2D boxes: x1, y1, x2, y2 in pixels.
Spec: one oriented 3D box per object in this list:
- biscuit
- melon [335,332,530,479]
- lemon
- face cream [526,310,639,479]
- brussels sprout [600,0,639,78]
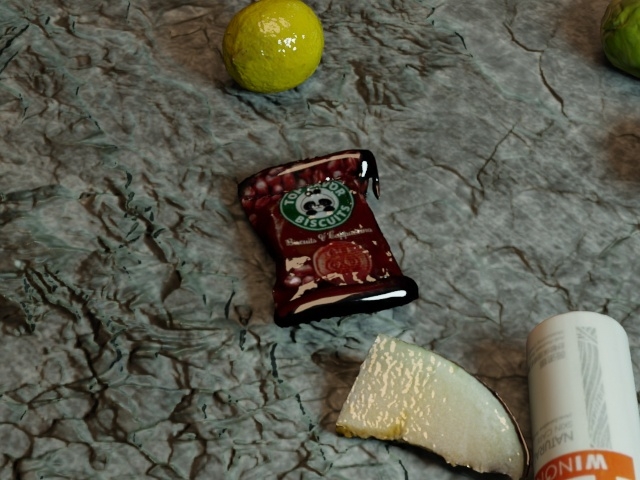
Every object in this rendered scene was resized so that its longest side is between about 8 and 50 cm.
[{"bbox_3d":[0.007,-0.001,1.366,0.151,0.063,0.235,-7,46,-10],"label":"biscuit"},{"bbox_3d":[0.113,0.157,1.229,0.182,0.054,0.098,14,57,20],"label":"melon"},{"bbox_3d":[-0.052,-0.224,1.536,0.133,0.109,0.109,-27,55,-29],"label":"lemon"},{"bbox_3d":[0.233,0.221,1.154,0.102,0.102,0.345,4,46,0],"label":"face cream"},{"bbox_3d":[0.407,-0.242,1.572,0.155,0.117,0.155,-22,20,9],"label":"brussels sprout"}]
